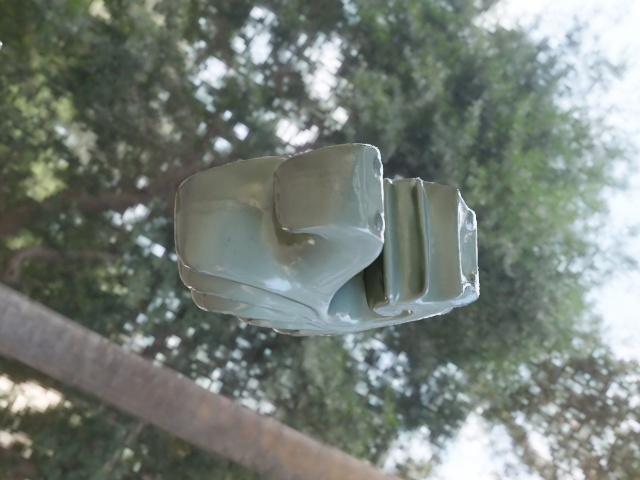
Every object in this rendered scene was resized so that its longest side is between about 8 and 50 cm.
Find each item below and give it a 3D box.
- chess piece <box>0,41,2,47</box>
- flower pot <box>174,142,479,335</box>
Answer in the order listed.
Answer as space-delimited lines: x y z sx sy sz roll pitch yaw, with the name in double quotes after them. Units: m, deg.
-0.366 -0.158 1.228 0.122 0.066 0.066 -55 -160 3 "chess piece"
0.000 0.000 1.307 0.254 0.367 0.165 -9 -105 26 "flower pot"
